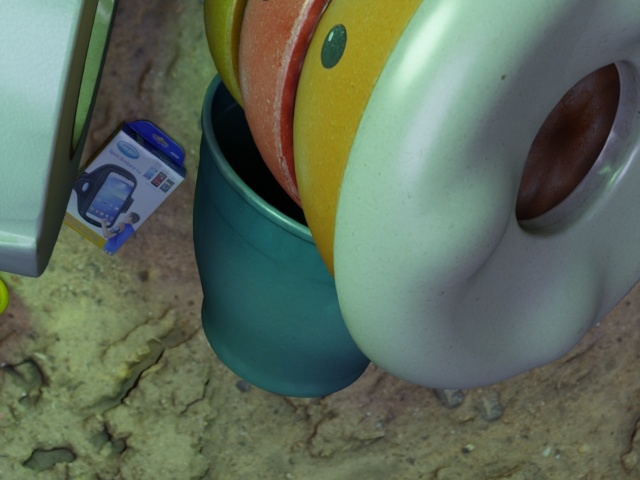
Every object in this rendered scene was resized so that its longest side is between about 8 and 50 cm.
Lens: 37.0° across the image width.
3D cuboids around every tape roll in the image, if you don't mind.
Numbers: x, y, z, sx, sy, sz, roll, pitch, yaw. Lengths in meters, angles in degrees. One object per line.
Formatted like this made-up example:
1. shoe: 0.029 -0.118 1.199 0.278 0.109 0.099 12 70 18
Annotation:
1. tape roll: -0.191 -0.166 0.688 0.072 0.392 0.392 13 118 -13

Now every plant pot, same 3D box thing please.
1. plant pot: 0.000 0.000 0.888 0.272 0.271 0.255 12 134 -11

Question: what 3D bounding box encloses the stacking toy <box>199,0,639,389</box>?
1. stacking toy: 0.026 -0.153 0.692 0.351 0.480 0.350 -27 136 -29

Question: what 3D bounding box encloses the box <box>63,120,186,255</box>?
1. box: -0.199 -0.055 0.958 0.081 0.028 0.136 38 112 -22

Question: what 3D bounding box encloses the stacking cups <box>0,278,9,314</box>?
1. stacking cups: -0.430 0.168 1.030 0.096 0.096 0.316 22 116 -16
